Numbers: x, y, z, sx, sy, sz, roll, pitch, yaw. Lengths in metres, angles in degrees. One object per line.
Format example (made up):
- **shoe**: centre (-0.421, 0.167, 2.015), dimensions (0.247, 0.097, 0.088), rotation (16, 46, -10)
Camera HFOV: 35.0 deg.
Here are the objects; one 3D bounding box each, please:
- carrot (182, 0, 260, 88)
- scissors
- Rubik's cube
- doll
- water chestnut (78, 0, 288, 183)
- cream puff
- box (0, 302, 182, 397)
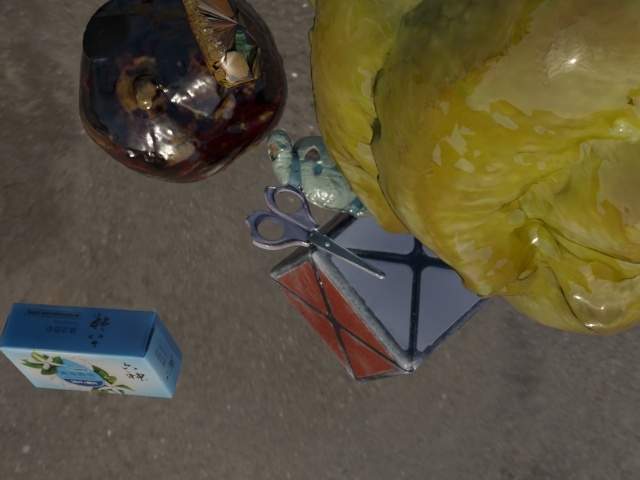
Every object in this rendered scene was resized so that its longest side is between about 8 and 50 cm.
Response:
- **carrot**: centre (-0.137, -0.295, 1.221), dimensions (0.069, 0.069, 0.228), rotation (-23, 105, -3)
- **scissors**: centre (0.000, 0.000, 1.280), dimensions (0.189, 0.015, 0.100), rotation (29, 62, 0)
- **Rubik's cube**: centre (0.112, 0.056, 1.644), dimensions (0.260, 0.259, 0.255), rotation (-41, 94, -18)
- **doll**: centre (0.012, -0.096, 1.475), dimensions (0.214, 0.071, 0.103), rotation (24, 73, -23)
- **water chestnut**: centre (-0.220, -0.252, 1.665), dimensions (0.335, 0.347, 0.335), rotation (-1, 81, 7)
- **cream puff**: centre (0.164, -0.083, 0.464), dimensions (0.324, 0.291, 0.257), rotation (-26, 128, -13)
- **box**: centre (-0.338, 0.164, 1.509), dimensions (0.232, 0.142, 0.083), rotation (4, 58, 13)
